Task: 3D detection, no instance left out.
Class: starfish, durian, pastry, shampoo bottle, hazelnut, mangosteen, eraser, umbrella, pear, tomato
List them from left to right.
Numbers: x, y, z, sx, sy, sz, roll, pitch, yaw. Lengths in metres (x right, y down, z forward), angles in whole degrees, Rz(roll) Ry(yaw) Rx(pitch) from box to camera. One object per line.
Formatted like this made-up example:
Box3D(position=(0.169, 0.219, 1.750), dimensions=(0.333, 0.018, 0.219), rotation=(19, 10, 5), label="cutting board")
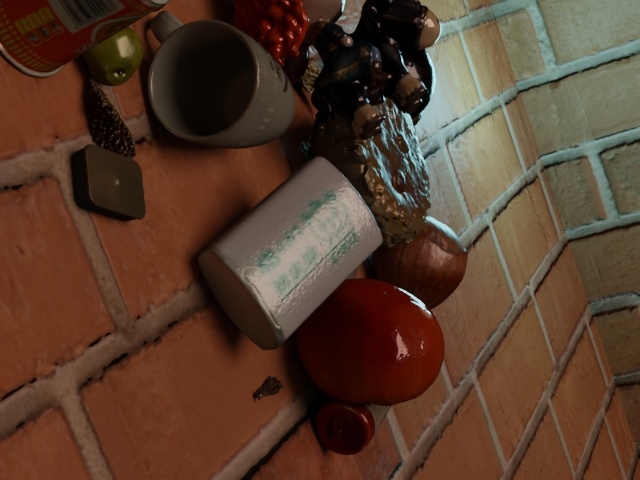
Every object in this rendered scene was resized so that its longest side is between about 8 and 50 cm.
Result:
Box3D(position=(-0.294, -0.171, 1.599), dimensions=(0.130, 0.052, 0.066), rotation=(63, 27, -16), label="durian")
Box3D(position=(-0.295, -0.267, 1.613), dimensions=(0.092, 0.092, 0.097), rotation=(9, 66, -62), label="pear")
Box3D(position=(-0.084, 0.240, 1.825), dimensions=(0.083, 0.020, 0.031), rotation=(-23, 96, -59), label="umbrella")
Box3D(position=(-0.045, 0.017, 1.810), dimensions=(0.189, 0.104, 0.290), rotation=(51, 54, -6), label="eraser")
Box3D(position=(-0.036, -0.364, 2.226), dimensions=(0.208, 0.053, 0.176), rotation=(45, 37, -50), label="starfish")
Box3D(position=(0.082, 0.275, 2.038), dimensions=(0.104, 0.104, 0.278), rotation=(68, 26, -12), label="shampoo bottle")
Box3D(position=(0.088, 0.167, 1.935), dimensions=(0.260, 0.259, 0.180), rotation=(-47, 157, -61), label="tomato")
Box3D(position=(0.103, -0.133, 2.186), dimensions=(0.329, 0.136, 0.330), rotation=(34, 49, -50), label="pastry")
Box3D(position=(0.139, -0.328, 2.401), dimensions=(0.243, 0.243, 0.243), rotation=(41, 41, -49), label="mangosteen")
Box3D(position=(0.200, 0.052, 2.339), dimensions=(0.214, 0.176, 0.214), rotation=(-4, 97, -30), label="hazelnut")

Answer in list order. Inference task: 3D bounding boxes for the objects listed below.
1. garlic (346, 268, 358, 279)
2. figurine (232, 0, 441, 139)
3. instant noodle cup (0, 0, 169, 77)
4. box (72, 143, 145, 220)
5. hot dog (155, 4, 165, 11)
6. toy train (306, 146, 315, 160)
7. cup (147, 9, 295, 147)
Box3D(position=(0.000, 0.000, 1.996), dimensions=(0.229, 0.142, 0.178), rotation=(29, 51, -44), label="garlic")
Box3D(position=(0.019, -0.369, 2.014), dimensions=(0.306, 0.411, 0.241), rotation=(-65, 172, 4), label="figurine")
Box3D(position=(-0.311, -0.337, 1.472), dimensions=(0.193, 0.212, 0.193), rotation=(42, 40, -48), label="instant noodle cup")
Box3D(position=(-0.294, -0.077, 1.568), dimensions=(0.126, 0.031, 0.091), rotation=(18, 59, -61), label="box")
Box3D(position=(-0.265, -0.455, 1.718), dimensions=(0.153, 0.150, 0.257), rotation=(32, 46, -42), label="hot dog")
Box3D(position=(0.014, -0.120, 2.205), dimensions=(0.071, 0.038, 0.148), rotation=(-3, 77, -64), label="toy train")
Box3D(position=(-0.164, -0.262, 1.809), dimensions=(0.258, 0.186, 0.234), rotation=(50, 13, 14), label="cup")
